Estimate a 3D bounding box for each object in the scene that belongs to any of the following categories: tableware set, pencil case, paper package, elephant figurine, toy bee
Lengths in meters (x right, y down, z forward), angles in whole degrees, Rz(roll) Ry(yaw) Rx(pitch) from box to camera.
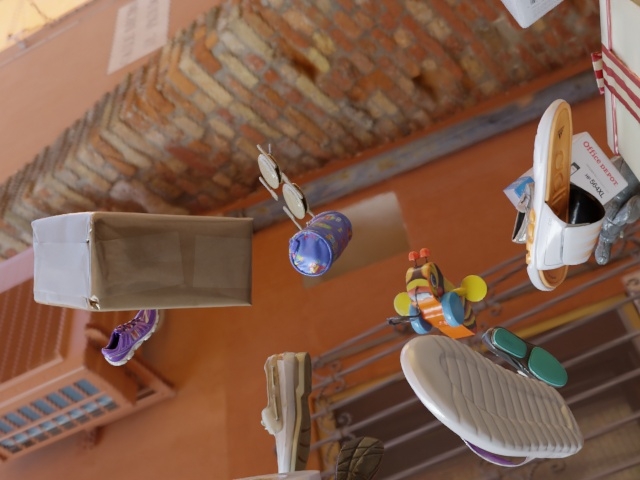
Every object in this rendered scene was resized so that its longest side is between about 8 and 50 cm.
[{"bbox_3d":[-0.079,-0.130,1.820,0.194,0.039,0.128,50,157,29],"label":"tableware set"},{"bbox_3d":[0.000,0.000,2.142,0.306,0.133,0.119,-49,-21,-72],"label":"pencil case"},{"bbox_3d":[-0.330,0.037,1.473,0.325,0.310,0.168,1,-91,-39],"label":"paper package"},{"bbox_3d":[0.741,-0.087,1.993,0.186,0.239,0.169,36,165,-12],"label":"elephant figurine"},{"bbox_3d":[0.236,0.101,1.606,0.298,0.195,0.162,52,-149,-69],"label":"toy bee"}]

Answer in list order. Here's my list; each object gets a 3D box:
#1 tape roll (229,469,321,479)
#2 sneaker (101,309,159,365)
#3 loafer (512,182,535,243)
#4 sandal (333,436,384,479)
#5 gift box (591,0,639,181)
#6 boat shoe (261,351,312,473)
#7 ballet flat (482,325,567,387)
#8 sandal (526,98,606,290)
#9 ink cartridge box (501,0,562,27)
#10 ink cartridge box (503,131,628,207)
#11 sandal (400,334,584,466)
[{"bbox_3d":[-0.132,0.527,1.582,0.286,0.286,0.100,31,-130,-69],"label":"tape roll"},{"bbox_3d":[-0.448,0.215,1.880,0.170,0.068,0.071,-55,-49,-22],"label":"sneaker"},{"bbox_3d":[0.404,-0.053,1.575,0.045,0.039,0.125,-104,14,-73],"label":"loafer"},{"bbox_3d":[0.070,0.485,1.580,0.219,0.090,0.060,-73,-11,-46],"label":"sandal"},{"bbox_3d":[0.468,-0.219,0.915,0.258,0.255,0.276,-79,-17,-64],"label":"gift box"},{"bbox_3d":[-0.081,0.411,1.853,0.113,0.103,0.302,57,-146,-67],"label":"boat shoe"},{"bbox_3d":[0.587,0.337,2.315,0.280,0.095,0.096,36,155,-9],"label":"ballet flat"},{"bbox_3d":[0.310,-0.042,0.987,0.102,0.076,0.265,-39,-48,-39],"label":"sandal"},{"bbox_3d":[0.413,-0.581,1.399,0.166,0.285,0.395,57,-166,14],"label":"ink cartridge box"},{"bbox_3d":[0.521,-0.113,1.697,0.148,0.203,0.086,51,178,-2],"label":"ink cartridge box"},{"bbox_3d":[0.247,0.260,1.160,0.416,0.102,0.169,26,-148,-37],"label":"sandal"}]
